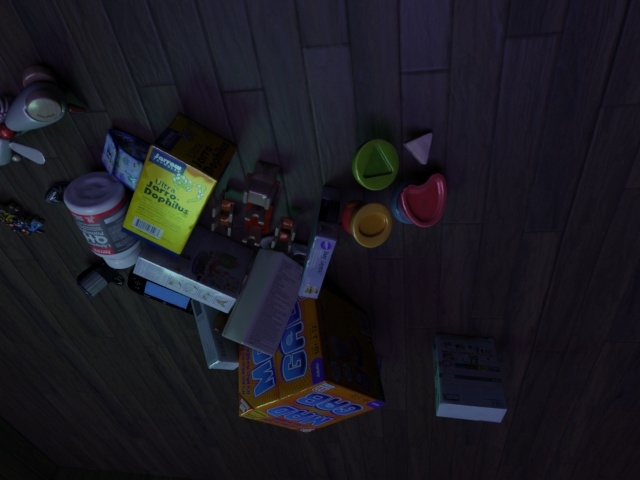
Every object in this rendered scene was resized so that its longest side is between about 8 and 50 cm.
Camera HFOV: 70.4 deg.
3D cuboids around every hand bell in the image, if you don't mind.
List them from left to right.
[{"bbox_3d":[-0.336,0.230,1.639,0.126,0.242,0.126,5,131,6],"label":"hand bell"}]

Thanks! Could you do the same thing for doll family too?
[{"bbox_3d":[-1.096,-0.069,1.630,0.111,0.076,0.193,-33,121,27],"label":"doll family"}]

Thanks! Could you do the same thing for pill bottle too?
[{"bbox_3d":[-0.692,-0.054,1.490,0.176,0.177,0.319,7,139,4],"label":"pill bottle"}]

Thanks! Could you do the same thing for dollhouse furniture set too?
[{"bbox_3d":[-0.190,-0.106,1.423,0.261,0.135,0.259,16,143,-4],"label":"dollhouse furniture set"}]

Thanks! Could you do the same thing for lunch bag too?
[{"bbox_3d":[-0.590,-0.247,1.374,0.151,0.096,0.129,37,131,-3],"label":"lunch bag"}]

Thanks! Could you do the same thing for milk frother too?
[{"bbox_3d":[-0.844,0.166,1.747,0.129,0.135,0.143,9,138,46],"label":"milk frother"}]

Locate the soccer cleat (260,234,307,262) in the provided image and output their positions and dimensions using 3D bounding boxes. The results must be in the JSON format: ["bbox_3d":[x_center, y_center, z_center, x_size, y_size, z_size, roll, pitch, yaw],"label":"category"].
[{"bbox_3d":[-0.112,0.033,1.537,0.196,0.076,0.068,14,132,-2],"label":"soccer cleat"}]

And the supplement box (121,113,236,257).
[{"bbox_3d":[-0.425,-0.153,1.352,0.195,0.194,0.357,28,130,-14],"label":"supplement box"}]

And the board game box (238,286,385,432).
[{"bbox_3d":[-0.040,0.422,1.601,0.356,0.357,0.356,-29,138,24],"label":"board game box"}]

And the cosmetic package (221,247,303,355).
[{"bbox_3d":[-0.175,0.200,1.482,0.113,0.310,0.160,7,158,40],"label":"cosmetic package"}]

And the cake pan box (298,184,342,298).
[{"bbox_3d":[0.000,0.000,1.377,0.070,0.246,0.267,12,131,-5],"label":"cake pan box"}]

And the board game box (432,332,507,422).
[{"bbox_3d":[0.538,0.498,1.673,0.223,0.304,0.098,4,132,7],"label":"board game box"}]

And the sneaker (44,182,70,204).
[{"bbox_3d":[-0.843,-0.149,1.510,0.187,0.078,0.067,-4,130,14],"label":"sneaker"}]

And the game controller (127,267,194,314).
[{"bbox_3d":[-0.599,0.205,1.784,0.318,0.067,0.167,24,130,-10],"label":"game controller"}]

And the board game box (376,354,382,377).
[{"bbox_3d":[0.113,0.508,1.866,0.280,0.145,0.027,16,135,-3],"label":"board game box"}]

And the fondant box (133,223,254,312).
[{"bbox_3d":[-0.412,0.068,1.514,0.330,0.238,0.096,25,130,-12],"label":"fondant box"}]

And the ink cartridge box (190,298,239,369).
[{"bbox_3d":[-0.341,0.337,1.662,0.060,0.275,0.238,-35,148,17],"label":"ink cartridge box"}]

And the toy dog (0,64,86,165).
[{"bbox_3d":[-0.804,-0.334,1.292,0.333,0.221,0.160,-17,158,32],"label":"toy dog"}]

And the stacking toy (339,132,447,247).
[{"bbox_3d":[0.187,-0.151,1.264,0.308,0.130,0.280,-15,107,-21],"label":"stacking toy"}]
